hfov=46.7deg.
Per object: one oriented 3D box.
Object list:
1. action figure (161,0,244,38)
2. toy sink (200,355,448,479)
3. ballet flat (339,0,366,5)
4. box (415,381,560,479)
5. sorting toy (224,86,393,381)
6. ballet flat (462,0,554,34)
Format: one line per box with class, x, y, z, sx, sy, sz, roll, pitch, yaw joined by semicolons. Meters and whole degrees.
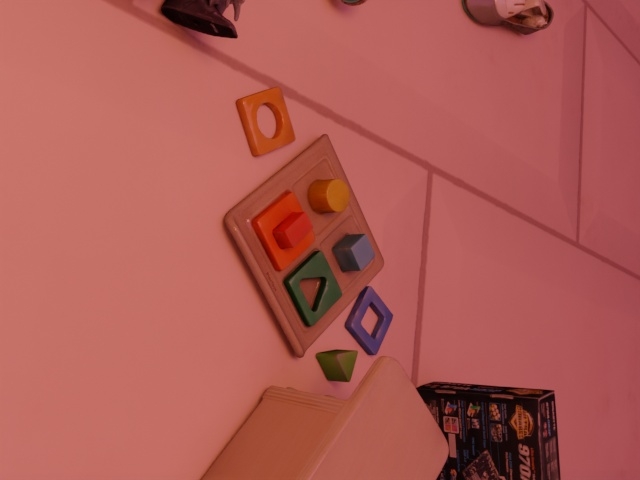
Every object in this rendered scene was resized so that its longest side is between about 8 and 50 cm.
action figure;-0.077;-0.340;0.694;0.285;0.099;0.185;-67;150;-12
toy sink;-0.004;0.237;0.725;0.234;0.131;0.153;-51;123;-32
ballet flat;0.022;-0.395;0.850;0.077;0.091;0.241;-57;134;-63
box;0.208;0.293;0.924;0.051;0.175;0.220;-2;87;-49
sorting toy;0.000;0.000;0.811;0.196;0.047;0.348;-46;120;-40
ballet flat;0.304;-0.373;1.170;0.213;0.068;0.072;-5;90;-48
